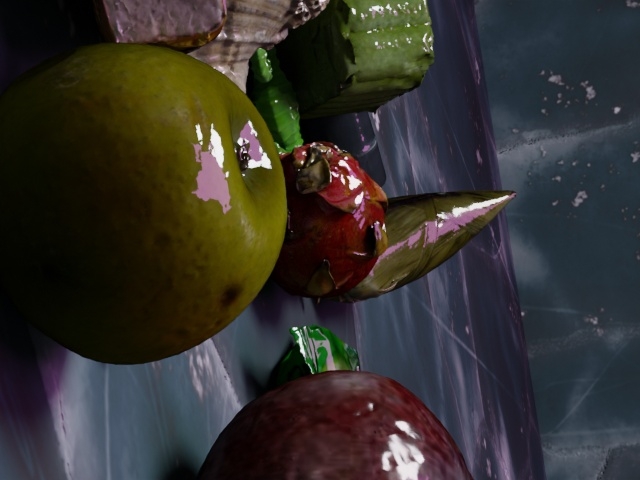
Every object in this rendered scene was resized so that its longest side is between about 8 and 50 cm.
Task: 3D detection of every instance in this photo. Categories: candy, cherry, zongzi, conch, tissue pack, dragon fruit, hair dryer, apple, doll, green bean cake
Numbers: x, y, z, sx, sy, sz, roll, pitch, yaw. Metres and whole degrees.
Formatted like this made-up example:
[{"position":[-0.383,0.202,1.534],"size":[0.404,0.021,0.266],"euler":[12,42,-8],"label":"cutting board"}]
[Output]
[{"position":[-0.002,0.140,1.479],"size":[0.203,0.078,0.141],"euler":[70,22,-84],"label":"candy"},{"position":[0.009,0.220,1.170],"size":[0.300,0.203,0.230],"euler":[-70,155,-51],"label":"cherry"},{"position":[0.097,-0.002,1.732],"size":[0.205,0.204,0.094],"euler":[-33,107,-76],"label":"zongzi"},{"position":[-0.074,-0.224,1.409],"size":[0.178,0.163,0.245],"euler":[29,63,-32],"label":"conch"},{"position":[-0.116,-0.211,1.109],"size":[0.226,0.092,0.183],"euler":[-154,-125,-80],"label":"tissue pack"},{"position":[0.000,0.000,1.531],"size":[0.125,0.125,0.246],"euler":[-59,172,-17],"label":"dragon fruit"},{"position":[0.004,-0.071,1.732],"size":[0.219,0.071,0.124],"euler":[-66,143,-54],"label":"hair dryer"},{"position":[-0.107,-0.024,0.977],"size":[0.196,0.157,0.196],"euler":[-19,90,-74],"label":"apple"},{"position":[-0.039,-0.113,1.583],"size":[0.115,0.050,0.190],"euler":[-70,146,-79],"label":"doll"},{"position":[0.022,-0.227,1.638],"size":[0.214,0.113,0.200],"euler":[164,-81,-71],"label":"green bean cake"}]
